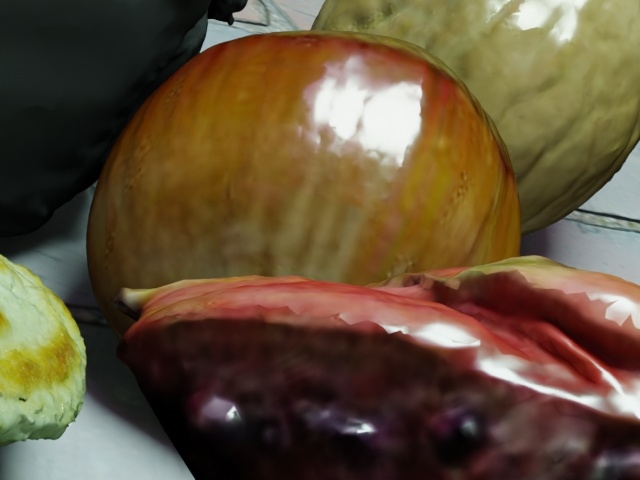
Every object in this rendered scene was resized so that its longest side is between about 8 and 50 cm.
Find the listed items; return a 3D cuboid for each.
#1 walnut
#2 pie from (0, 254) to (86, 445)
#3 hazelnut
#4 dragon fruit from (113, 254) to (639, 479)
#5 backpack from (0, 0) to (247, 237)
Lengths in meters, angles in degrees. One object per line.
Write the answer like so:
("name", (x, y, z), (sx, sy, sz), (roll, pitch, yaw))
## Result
("walnut", (0.099, -0.110, 1.143), (0.228, 0.228, 0.228), (18, 26, -9))
("pie", (-0.209, 0.025, 0.776), (0.248, 0.090, 0.201), (21, 6, 4))
("hazelnut", (0.005, -0.004, 0.909), (0.210, 0.186, 0.210), (33, 12, -8))
("dragon fruit", (0.116, 0.089, 0.647), (0.286, 0.228, 0.329), (63, 14, 4))
("backpack", (-0.231, -0.205, 1.045), (0.363, 0.254, 0.445), (19, 22, -22))
